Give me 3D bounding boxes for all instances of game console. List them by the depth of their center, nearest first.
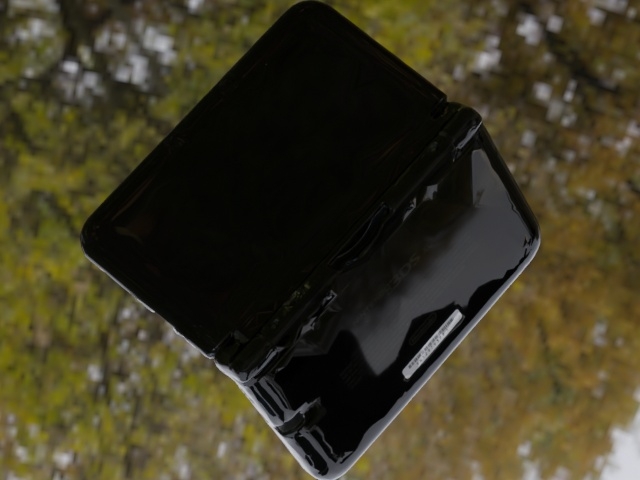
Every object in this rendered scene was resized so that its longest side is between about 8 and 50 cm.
[{"bbox_3d":[0.000,0.000,0.677,0.122,0.107,0.071,-48,-137,-14],"label":"game console"}]
